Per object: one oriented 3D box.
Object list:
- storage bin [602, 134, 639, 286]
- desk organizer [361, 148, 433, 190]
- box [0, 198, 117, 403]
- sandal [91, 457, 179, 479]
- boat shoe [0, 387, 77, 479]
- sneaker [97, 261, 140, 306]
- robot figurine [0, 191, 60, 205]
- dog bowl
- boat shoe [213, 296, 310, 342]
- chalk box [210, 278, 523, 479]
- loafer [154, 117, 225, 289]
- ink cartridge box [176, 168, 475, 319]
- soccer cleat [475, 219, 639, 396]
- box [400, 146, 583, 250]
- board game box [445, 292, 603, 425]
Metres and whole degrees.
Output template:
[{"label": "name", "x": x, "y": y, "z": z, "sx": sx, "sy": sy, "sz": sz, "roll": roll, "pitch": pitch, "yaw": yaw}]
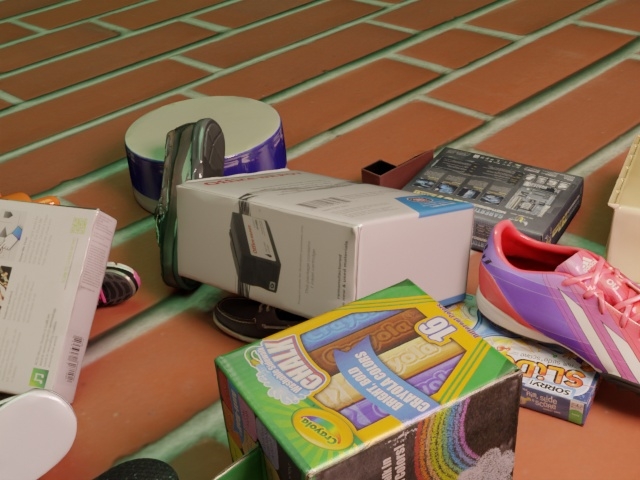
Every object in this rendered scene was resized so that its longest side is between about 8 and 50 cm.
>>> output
[{"label": "storage bin", "x": 0.532, "y": -0.033, "z": 1.149, "sx": 0.262, "sy": 0.123, "sz": 0.260, "roll": 11, "pitch": 35, "yaw": 24}, {"label": "desk organizer", "x": 0.126, "y": -0.111, "z": 1.391, "sx": 0.130, "sy": 0.050, "sz": 0.047, "roll": -29, "pitch": 39, "yaw": -33}, {"label": "box", "x": -0.426, "y": 0.061, "z": 1.058, "sx": 0.322, "sy": 0.058, "sz": 0.232, "roll": 7, "pitch": 76, "yaw": 16}, {"label": "sandal", "x": -0.222, "y": 0.269, "z": 0.849, "sx": 0.179, "sy": 0.040, "sz": 0.067, "roll": -23, "pitch": 28, "yaw": -2}, {"label": "boat shoe", "x": -0.386, "y": 0.247, "z": 0.850, "sx": 0.301, "sy": 0.108, "sz": 0.102, "roll": -37, "pitch": 10, "yaw": -23}, {"label": "sneaker", "x": -0.324, "y": 0.077, "z": 1.141, "sx": 0.170, "sy": 0.063, "sz": 0.075, "roll": -8, "pitch": 31, "yaw": 4}, {"label": "robot figurine", "x": -0.462, "y": 0.010, "z": 1.202, "sx": 0.219, "sy": 0.158, "sz": 0.128, "roll": -21, "pitch": 14, "yaw": -25}, {"label": "dog bowl", "x": -0.189, "y": -0.144, "z": 1.434, "sx": 0.264, "sy": 0.104, "sz": 0.265, "roll": -3, "pitch": 32, "yaw": 2}, {"label": "boat shoe", "x": -0.043, "y": 0.091, "z": 1.077, "sx": 0.206, "sy": 0.065, "sz": 0.075, "roll": 10, "pitch": 35, "yaw": 22}, {"label": "chalk box", "x": 0.017, "y": 0.192, "z": 0.801, "sx": 0.288, "sy": 0.180, "sz": 0.179, "roll": -19, "pitch": 35, "yaw": -24}, {"label": "loafer", "x": -0.198, "y": -0.051, "z": 1.240, "sx": 0.084, "sy": 0.096, "sz": 0.268, "roll": -4, "pitch": 63, "yaw": 22}, {"label": "ink cartridge box", "x": 0.000, "y": 0.000, "z": 1.071, "sx": 0.307, "sy": 0.129, "sz": 0.223, "roll": 15, "pitch": 18, "yaw": 41}, {"label": "soccer cleat", "x": 0.312, "y": 0.075, "z": 0.940, "sx": 0.318, "sy": 0.116, "sz": 0.108, "roll": 24, "pitch": 41, "yaw": 37}, {"label": "box", "x": 0.251, "y": -0.057, "z": 1.281, "sx": 0.232, "sy": 0.059, "sz": 0.183, "roll": 16, "pitch": 37, "yaw": 28}, {"label": "board game box", "x": 0.228, "y": 0.132, "z": 1.004, "sx": 0.201, "sy": 0.035, "sz": 0.136, "roll": 14, "pitch": 36, "yaw": 26}]
